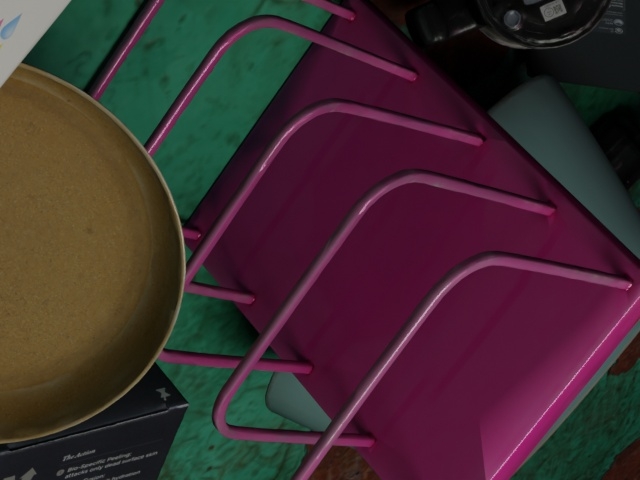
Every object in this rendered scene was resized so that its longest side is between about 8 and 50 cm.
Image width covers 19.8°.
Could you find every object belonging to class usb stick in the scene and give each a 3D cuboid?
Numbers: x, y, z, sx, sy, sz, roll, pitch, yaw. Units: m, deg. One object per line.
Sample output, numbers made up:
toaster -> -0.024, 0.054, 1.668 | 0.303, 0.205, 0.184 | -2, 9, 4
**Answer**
usb stick -> 0.160, 0.012, 1.481 | 0.278, 0.045, 0.077 | -46, 148, 4

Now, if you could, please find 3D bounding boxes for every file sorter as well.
file sorter -> 0.000, 0.000, 1.052 | 0.182, 0.291, 0.202 | 13, 119, -51

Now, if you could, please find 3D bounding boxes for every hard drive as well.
hard drive -> 0.187, -0.155, 1.270 | 0.135, 0.094, 0.022 | 76, 27, -55

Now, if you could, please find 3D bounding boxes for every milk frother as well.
milk frother -> 0.110, -0.189, 1.142 | 0.129, 0.143, 0.135 | -4, -174, 1

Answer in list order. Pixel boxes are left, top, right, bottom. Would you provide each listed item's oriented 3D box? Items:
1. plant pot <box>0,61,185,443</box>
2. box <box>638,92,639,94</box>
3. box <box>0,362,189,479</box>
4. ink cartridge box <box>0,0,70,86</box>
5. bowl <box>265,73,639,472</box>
plant pot -> -0.189, 0.003, 0.976 | 0.236, 0.032, 0.236 | 0, 119, -1
box -> 0.296, -0.250, 1.229 | 0.191, 0.143, 0.381 | -36, 150, -13
box -> -0.192, 0.147, 1.200 | 0.156, 0.093, 0.158 | -11, 138, -41
ink cartridge box -> -0.156, -0.203, 0.746 | 0.353, 0.119, 0.207 | -52, 149, -3
bowl -> 0.122, 0.053, 1.285 | 0.311, 0.163, 0.311 | -46, 167, -14
